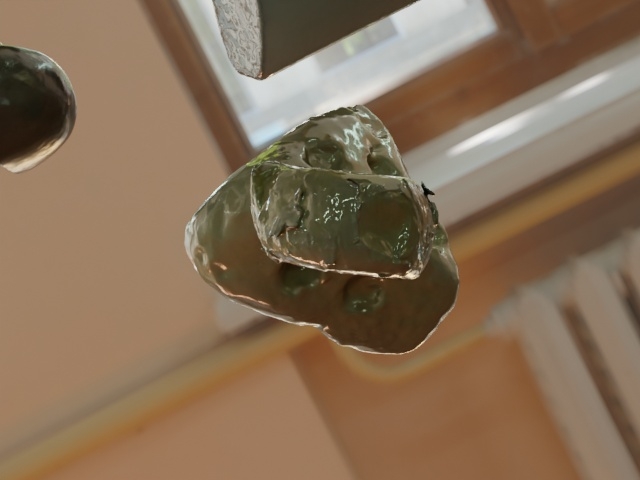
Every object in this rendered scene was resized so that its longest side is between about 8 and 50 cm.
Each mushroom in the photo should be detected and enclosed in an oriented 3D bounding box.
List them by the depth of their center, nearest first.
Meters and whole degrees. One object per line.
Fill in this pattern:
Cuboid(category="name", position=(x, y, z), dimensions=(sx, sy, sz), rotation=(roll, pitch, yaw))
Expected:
Cuboid(category="mushroom", position=(-0.322, -0.149, 1.897), dimensions=(0.117, 0.141, 0.188), rotation=(-15, -12, 1))

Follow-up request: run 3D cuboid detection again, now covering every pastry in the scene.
Cuboid(category="pastry", position=(0.017, -0.017, 1.471), dimensions=(0.165, 0.088, 0.166), rotation=(9, -1, 0))

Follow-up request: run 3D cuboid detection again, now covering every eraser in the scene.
Cuboid(category="eraser", position=(0.009, -0.327, 2.099), dimensions=(0.290, 0.189, 0.104), rotation=(-30, 40, -32))

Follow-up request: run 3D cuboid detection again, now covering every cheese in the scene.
Cuboid(category="cheese", position=(0.001, -0.001, 1.740), dimensions=(0.248, 0.251, 0.173), rotation=(-9, -33, -44))
